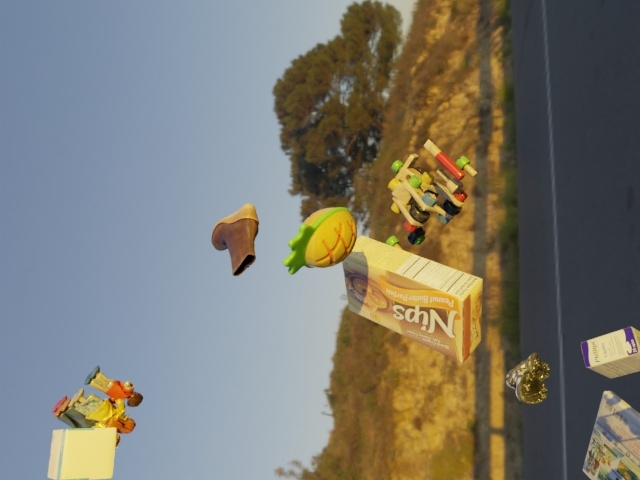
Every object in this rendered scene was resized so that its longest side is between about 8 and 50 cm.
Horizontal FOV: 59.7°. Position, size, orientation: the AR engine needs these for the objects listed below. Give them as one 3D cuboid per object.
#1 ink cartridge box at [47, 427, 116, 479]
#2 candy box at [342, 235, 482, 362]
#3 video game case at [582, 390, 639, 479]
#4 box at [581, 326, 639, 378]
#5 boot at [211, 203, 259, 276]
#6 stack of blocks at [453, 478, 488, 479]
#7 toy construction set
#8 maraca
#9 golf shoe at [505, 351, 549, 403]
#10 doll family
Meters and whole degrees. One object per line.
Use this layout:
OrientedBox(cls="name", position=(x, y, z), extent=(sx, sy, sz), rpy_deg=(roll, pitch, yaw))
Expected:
OrientedBox(cls="ink cartridge box", position=(-0.457, 0.404, 1.062), extent=(0.143, 0.092, 0.090), rpy_deg=(-25, 61, 51))
OrientedBox(cls="candy box", position=(0.199, 0.124, 1.250), extent=(0.087, 0.316, 0.183), rpy_deg=(-39, -46, -34))
OrientedBox(cls="video game case", position=(0.923, 0.664, 1.652), extent=(0.329, 0.036, 0.300), rpy_deg=(-124, 38, -70))
OrientedBox(cls="box", position=(0.758, 0.286, 1.409), extent=(0.126, 0.137, 0.072), rpy_deg=(25, -131, -31))
OrientedBox(cls="boot", position=(-0.273, 0.021, 1.731), extent=(0.248, 0.090, 0.207), rpy_deg=(-41, 41, 40))
OrientedBox(cls="stack of blocks", position=(0.399, 0.617, 1.309), extent=(0.297, 0.171, 0.087), rpy_deg=(64, -150, -68))
OrientedBox(cls="toy construction set", position=(0.278, -0.169, 1.579), extent=(0.257, 0.237, 0.309), rpy_deg=(-28, -24, -28))
OrientedBox(cls="maraca", position=(0.000, 0.000, 1.033), extent=(0.185, 0.099, 0.127), rpy_deg=(-22, -46, -47))
OrientedBox(cls="golf shoe", position=(0.488, 0.346, 1.337), extent=(0.077, 0.094, 0.198), rpy_deg=(56, -148, 8))
OrientedBox(cls="doll family", position=(-0.529, 0.425, 1.318), extent=(0.163, 0.263, 0.118), rpy_deg=(40, -149, -20))
